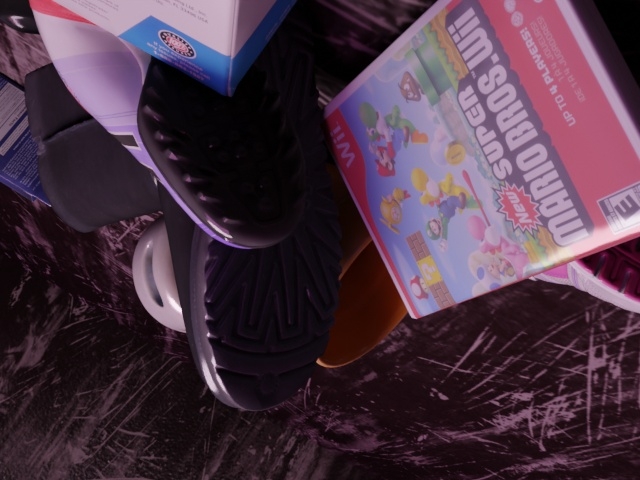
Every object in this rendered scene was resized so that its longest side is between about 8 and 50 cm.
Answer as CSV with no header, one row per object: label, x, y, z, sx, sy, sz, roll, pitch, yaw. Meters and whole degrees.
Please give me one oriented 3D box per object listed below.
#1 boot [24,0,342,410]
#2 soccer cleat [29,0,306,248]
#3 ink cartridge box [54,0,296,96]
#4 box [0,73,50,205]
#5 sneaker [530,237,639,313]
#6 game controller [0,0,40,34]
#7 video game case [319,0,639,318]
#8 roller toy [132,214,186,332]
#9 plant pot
boot,-0.179,-0.040,0.817,0.146,0.367,0.445,2,178,-42
soccer cleat,-0.121,-0.106,0.585,0.318,0.108,0.116,52,144,19
ink cartridge box,-0.077,-0.238,0.446,0.171,0.168,0.233,30,159,1
box,-0.451,-0.153,1.169,0.225,0.136,0.036,32,158,-2
sneaker,0.199,-0.014,0.680,0.252,0.103,0.111,33,161,18
game controller,-0.272,-0.265,0.728,0.166,0.067,0.319,-6,178,-29
video game case,0.109,-0.065,0.585,0.285,0.025,0.204,-33,82,58
roller toy,-0.157,0.038,1.122,0.209,0.191,0.146,39,156,-19
plant pot,0.000,0.000,0.857,0.188,0.205,0.205,37,163,28
